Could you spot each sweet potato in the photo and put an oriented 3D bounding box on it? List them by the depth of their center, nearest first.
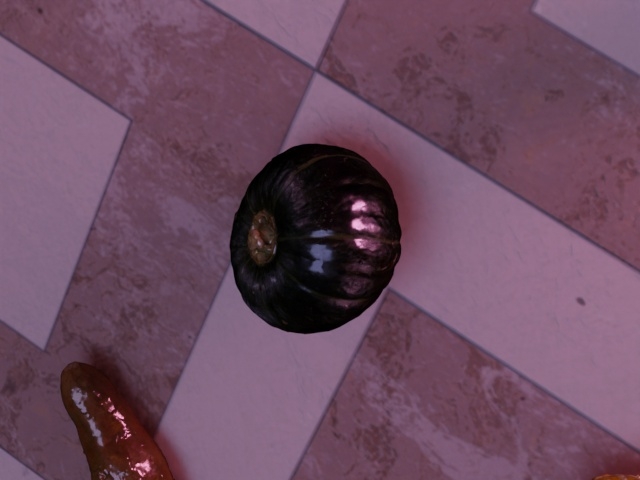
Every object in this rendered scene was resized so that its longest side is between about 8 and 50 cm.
[{"bbox_3d":[-0.204,0.299,1.796,0.106,0.095,0.354,-35,89,38],"label":"sweet potato"}]

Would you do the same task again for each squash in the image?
[{"bbox_3d":[-0.005,0.001,1.528,0.193,0.156,0.193,-22,56,36],"label":"squash"}]

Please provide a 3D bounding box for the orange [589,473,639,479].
[{"bbox_3d":[0.301,0.293,1.496,0.134,0.156,0.156,-18,104,-9],"label":"orange"}]
